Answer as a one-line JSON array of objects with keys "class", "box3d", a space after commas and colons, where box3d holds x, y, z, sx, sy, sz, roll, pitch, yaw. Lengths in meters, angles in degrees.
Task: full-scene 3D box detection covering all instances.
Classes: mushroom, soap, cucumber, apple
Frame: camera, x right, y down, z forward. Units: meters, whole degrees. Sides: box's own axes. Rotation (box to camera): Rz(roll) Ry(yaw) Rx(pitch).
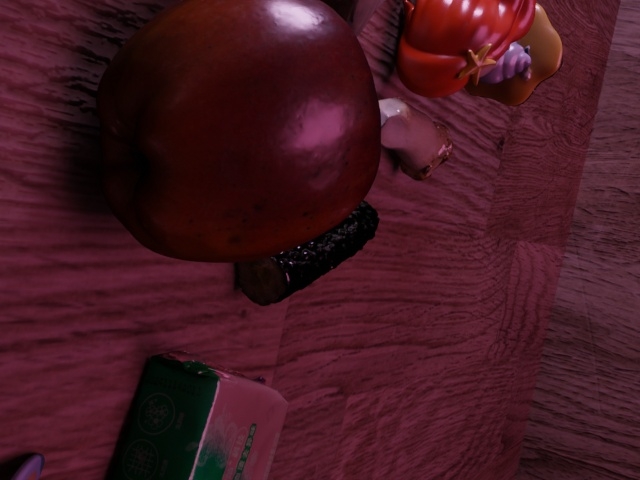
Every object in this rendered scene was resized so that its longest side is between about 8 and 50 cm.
[{"class": "mushroom", "box3d": [0.106, -0.135, 1.316, 0.084, 0.071, 0.209, -47, 155, 12]}, {"class": "soap", "box3d": [-0.131, 0.249, 0.963, 0.218, 0.098, 0.274, 36, 67, -57]}, {"class": "cucumber", "box3d": [0.002, -0.001, 1.154, 0.300, 0.072, 0.072, -30, 129, -59]}, {"class": "apple", "box3d": [-0.063, -0.091, 0.811, 0.234, 0.234, 0.234, -41, 137, -52]}]

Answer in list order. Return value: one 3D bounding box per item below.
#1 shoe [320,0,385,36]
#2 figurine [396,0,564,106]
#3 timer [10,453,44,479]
[{"class": "shoe", "box3d": [0.086, -0.326, 0.975, 0.159, 0.124, 0.316, -13, 144, -36]}, {"class": "figurine", "box3d": [0.202, -0.281, 1.342, 0.208, 0.181, 0.257, -42, 163, 21]}, {"class": "timer", "box3d": [-0.221, 0.257, 0.697, 0.255, 0.175, 0.175, -10, 111, -65]}]
